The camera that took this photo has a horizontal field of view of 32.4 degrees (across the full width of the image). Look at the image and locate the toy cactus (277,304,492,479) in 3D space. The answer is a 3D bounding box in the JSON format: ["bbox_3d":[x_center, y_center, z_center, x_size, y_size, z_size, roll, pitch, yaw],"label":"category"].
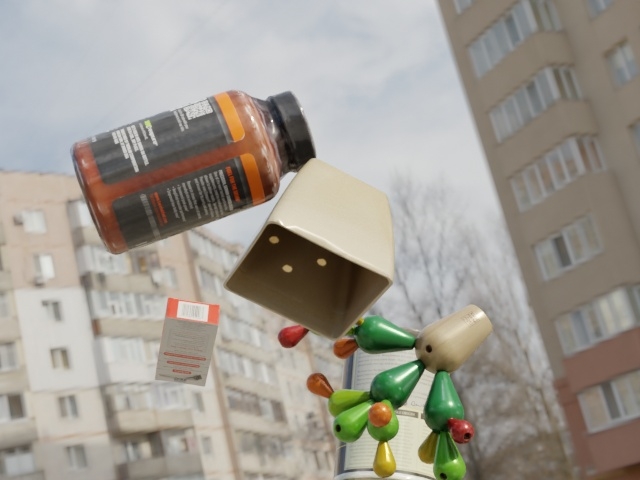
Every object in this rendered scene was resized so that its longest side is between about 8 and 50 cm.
[{"bbox_3d":[0.078,0.116,1.021,0.180,0.219,0.112,-35,-39,-16],"label":"toy cactus"}]

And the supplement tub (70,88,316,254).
[{"bbox_3d":[-0.106,-0.065,0.949,0.198,0.106,0.106,-19,-16,-7],"label":"supplement tub"}]

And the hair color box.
[{"bbox_3d":[-0.234,0.179,1.934,0.093,0.053,0.167,9,-50,-9],"label":"hair color box"}]

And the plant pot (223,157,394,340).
[{"bbox_3d":[0.000,0.000,0.902,0.109,0.096,0.109,27,-39,-9],"label":"plant pot"}]

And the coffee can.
[{"bbox_3d":[0.131,0.318,1.992,0.201,0.275,0.201,5,-25,2],"label":"coffee can"}]
